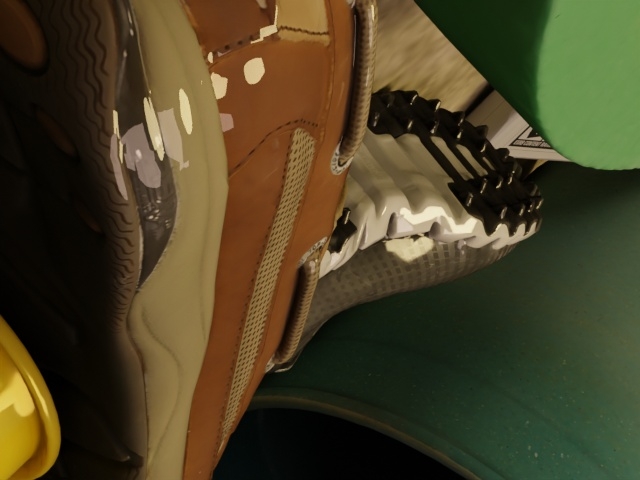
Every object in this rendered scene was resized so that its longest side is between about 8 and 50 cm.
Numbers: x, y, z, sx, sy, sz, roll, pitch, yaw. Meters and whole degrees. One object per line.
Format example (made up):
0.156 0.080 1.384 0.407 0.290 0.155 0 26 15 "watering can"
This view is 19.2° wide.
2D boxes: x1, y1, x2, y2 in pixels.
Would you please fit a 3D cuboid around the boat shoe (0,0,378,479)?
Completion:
-0.044 -0.002 0.550 0.120 0.122 0.324 -37 166 -25 "boat shoe"

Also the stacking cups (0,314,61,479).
-0.197 0.122 0.445 0.316 0.096 0.096 -46 171 -35 "stacking cups"

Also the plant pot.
0.116 0.096 0.983 0.255 0.271 0.272 -49 171 -32 "plant pot"

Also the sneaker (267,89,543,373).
0.000 0.000 0.748 0.106 0.078 0.234 -45 160 30 "sneaker"

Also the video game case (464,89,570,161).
0.199 -0.099 0.886 0.212 0.023 0.193 2 145 -42 "video game case"

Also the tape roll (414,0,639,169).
0.169 -0.163 0.602 0.321 0.077 0.321 -33 157 -16 "tape roll"
